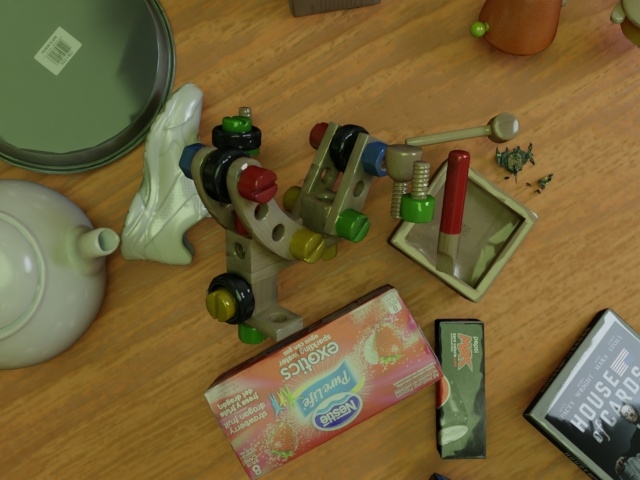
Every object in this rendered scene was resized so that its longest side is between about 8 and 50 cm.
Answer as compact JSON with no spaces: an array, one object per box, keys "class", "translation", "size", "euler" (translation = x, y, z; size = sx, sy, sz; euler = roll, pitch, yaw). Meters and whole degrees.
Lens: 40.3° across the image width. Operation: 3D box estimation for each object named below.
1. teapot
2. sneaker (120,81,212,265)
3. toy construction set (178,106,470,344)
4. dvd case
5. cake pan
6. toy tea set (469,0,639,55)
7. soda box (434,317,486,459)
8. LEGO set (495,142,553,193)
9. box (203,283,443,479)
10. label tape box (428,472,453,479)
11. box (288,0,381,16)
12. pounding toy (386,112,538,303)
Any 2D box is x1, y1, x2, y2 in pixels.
[{"class":"teapot","translation":[-0.389,0.042,1.029],"size":[0.253,0.187,0.256],"euler":[30,91,2]},{"class":"sneaker","translation":[-0.167,-0.076,1.084],"size":[0.115,0.090,0.232],"euler":[15,99,-5]},{"class":"toy construction set","translation":[0.000,0.000,0.983],"size":[0.309,0.257,0.237],"euler":[9,110,16]},{"class":"dvd case","translation":[0.387,0.225,1.060],"size":[0.239,0.029,0.179],"euler":[42,71,1]},{"class":"cake pan","translation":[-0.323,-0.228,1.062],"size":[0.293,0.054,0.293],"euler":[-1,93,-13]},{"class":"toy tea set","translation":[0.346,-0.295,1.074],"size":[0.336,0.124,0.200],"euler":[14,60,5]},{"class":"soda box","translation":[0.173,0.182,1.081],"size":[0.060,0.053,0.168],"euler":[-1,89,1]},{"class":"LEGO set","translation":[0.252,-0.093,1.102],"size":[0.054,0.023,0.083],"euler":[-36,102,3]},{"class":"box","translation":[0.004,0.164,1.048],"size":[0.257,0.128,0.122],"euler":[-29,89,0]},{"class":"label tape box","translation":[0.188,0.484,1.037],"size":[0.241,0.106,0.333],"euler":[22,84,2]},{"class":"box","translation":[0.006,-0.381,1.027],"size":[0.119,0.182,0.180],"euler":[-9,89,1]},{"class":"pounding toy","translation":[0.170,-0.061,1.063],"size":[0.181,0.094,0.206],"euler":[36,90,1]}]
